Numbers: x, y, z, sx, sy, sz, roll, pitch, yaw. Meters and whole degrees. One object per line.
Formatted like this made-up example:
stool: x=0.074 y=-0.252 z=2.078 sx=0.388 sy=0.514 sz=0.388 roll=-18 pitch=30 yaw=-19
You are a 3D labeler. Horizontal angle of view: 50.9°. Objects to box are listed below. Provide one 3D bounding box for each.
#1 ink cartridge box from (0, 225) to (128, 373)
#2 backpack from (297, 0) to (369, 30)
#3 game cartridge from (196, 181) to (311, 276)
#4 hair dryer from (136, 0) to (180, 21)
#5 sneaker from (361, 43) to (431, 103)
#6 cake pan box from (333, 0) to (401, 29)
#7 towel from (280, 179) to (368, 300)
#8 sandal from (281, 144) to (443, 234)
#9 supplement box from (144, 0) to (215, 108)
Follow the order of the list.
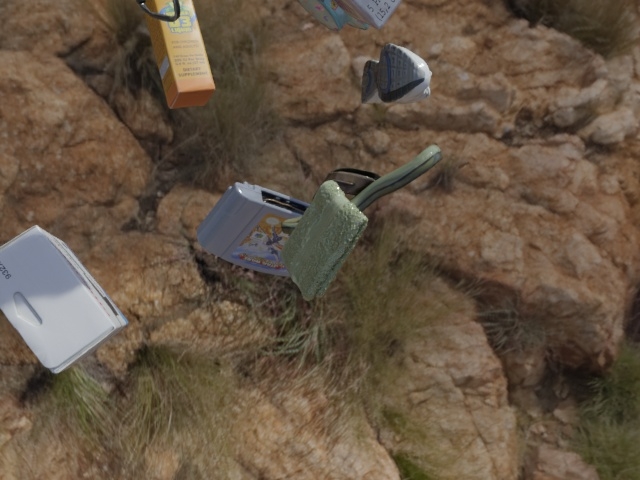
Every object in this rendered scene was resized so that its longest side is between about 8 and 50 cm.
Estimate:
ink cartridge box: x=-0.480 y=0.109 z=1.239 sx=0.129 sy=0.307 sz=0.223 roll=-37 pitch=93 yaw=-13
backpack: x=0.037 y=-0.488 z=1.302 sx=0.188 sy=0.166 sz=0.144 roll=31 pitch=97 yaw=-29
game cartridge: x=-0.093 y=-0.009 z=1.403 sx=0.297 sy=0.198 sz=0.062 roll=17 pitch=40 yaw=-31
hair dryer: x=-0.218 y=-0.398 z=0.714 sx=0.293 sy=0.223 sz=0.080 roll=48 pitch=31 yaw=21
sneaker: x=0.168 y=-0.319 z=1.322 sx=0.129 sy=0.297 sz=0.111 roll=4 pitch=101 yaw=-10
cake pan box: x=0.038 y=-0.349 z=0.558 sx=0.267 sy=0.246 sz=0.070 roll=-52 pitch=44 yaw=7
towel: x=0.000 y=0.000 z=0.935 sx=0.027 sy=0.148 sz=0.110 roll=14 pitch=28 yaw=-44
sandal: x=0.063 y=-0.096 z=1.159 sx=0.303 sy=0.120 sz=0.086 roll=-29 pitch=96 yaw=10
supplement box: x=-0.268 y=-0.370 z=1.257 sx=0.078 sy=0.080 sz=0.233 roll=-13 pitch=80 yaw=-27
